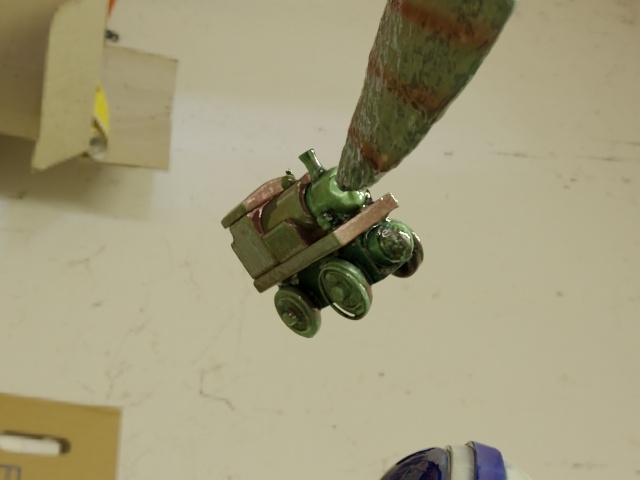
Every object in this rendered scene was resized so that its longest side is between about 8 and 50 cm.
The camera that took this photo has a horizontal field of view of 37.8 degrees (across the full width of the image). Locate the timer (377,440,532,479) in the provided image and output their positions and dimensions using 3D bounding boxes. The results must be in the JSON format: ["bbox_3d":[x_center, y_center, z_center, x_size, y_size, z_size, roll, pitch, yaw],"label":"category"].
[{"bbox_3d":[0.061,0.304,0.701,0.270,0.271,0.383,-104,-154,-55],"label":"timer"}]

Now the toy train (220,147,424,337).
[{"bbox_3d":[0.000,0.000,1.287,0.221,0.150,0.304,57,-34,-2],"label":"toy train"}]

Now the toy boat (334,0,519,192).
[{"bbox_3d":[0.064,-0.144,0.682,0.206,0.096,0.282,58,-45,50],"label":"toy boat"}]
